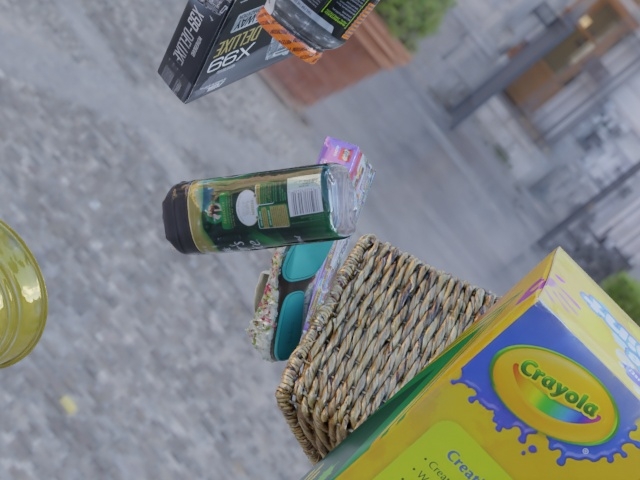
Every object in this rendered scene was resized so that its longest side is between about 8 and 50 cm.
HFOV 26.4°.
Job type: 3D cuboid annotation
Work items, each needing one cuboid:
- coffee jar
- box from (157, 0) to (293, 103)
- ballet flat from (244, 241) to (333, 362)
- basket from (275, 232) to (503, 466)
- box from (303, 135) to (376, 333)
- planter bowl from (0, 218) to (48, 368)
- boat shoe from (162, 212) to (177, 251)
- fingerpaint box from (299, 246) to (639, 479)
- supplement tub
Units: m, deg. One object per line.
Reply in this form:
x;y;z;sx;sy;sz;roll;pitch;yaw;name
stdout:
-0.062;-0.030;1.370;0.096;0.184;0.079;-5;89;-71;coffee jar
-0.083;-0.354;2.066;0.307;0.242;0.076;-30;73;-39;box
-0.046;0.043;1.755;0.091;0.241;0.077;0;25;-48;ballet flat
0.080;0.181;1.810;0.223;0.299;0.213;25;-34;5;basket
0.000;0.000;2.108;0.057;0.293;0.201;19;-4;11;box
-0.423;0.069;1.524;0.217;0.217;0.090;49;28;-7;planter bowl
-0.136;-0.055;1.913;0.065;0.206;0.075;63;19;6;boat shoe
0.224;0.296;1.190;0.445;0.371;0.163;44;22;0;fingerpaint box
0.017;-0.309;1.607;0.117;0.190;0.117;38;14;-11;supplement tub
